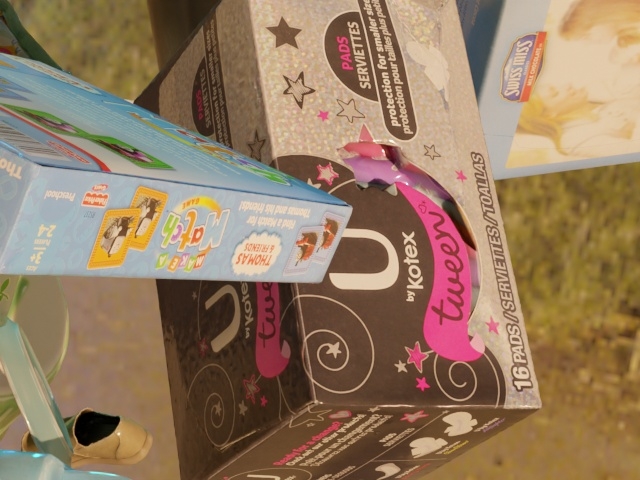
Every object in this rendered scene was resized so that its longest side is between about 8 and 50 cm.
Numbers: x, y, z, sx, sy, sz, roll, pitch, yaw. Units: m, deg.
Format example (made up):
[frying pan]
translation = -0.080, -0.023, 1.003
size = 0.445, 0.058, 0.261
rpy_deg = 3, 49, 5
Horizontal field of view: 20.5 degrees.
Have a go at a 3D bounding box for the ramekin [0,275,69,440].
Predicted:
[ramekin]
translation = -0.400, 0.076, 1.780
size = 0.303, 0.148, 0.303
rpy_deg = 30, 40, -29

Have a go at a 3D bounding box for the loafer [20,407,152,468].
[loafer]
translation = -0.235, 0.191, 1.742
size = 0.148, 0.050, 0.056
rpy_deg = -8, 42, 24

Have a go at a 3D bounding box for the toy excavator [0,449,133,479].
[toy excavator]
translation = -0.137, 0.254, 1.371
size = 0.445, 0.432, 0.222
rpy_deg = 5, -16, 6

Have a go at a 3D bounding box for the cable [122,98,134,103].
[cable]
translation = -0.143, -0.067, 1.493
size = 0.257, 0.089, 0.257
rpy_deg = 6, 9, -4

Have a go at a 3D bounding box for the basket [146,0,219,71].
[basket]
translation = -0.101, -0.273, 1.737
size = 0.204, 0.226, 0.154
rpy_deg = -10, 12, -43

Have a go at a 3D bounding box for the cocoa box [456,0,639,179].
[cocoa box]
translation = 0.197, -0.242, 1.284
size = 0.232, 0.347, 0.228
rpy_deg = -8, 52, -14

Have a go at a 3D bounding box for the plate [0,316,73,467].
[plate]
translation = -0.253, 0.136, 1.572
size = 0.024, 0.188, 0.188
rpy_deg = -24, 33, -6

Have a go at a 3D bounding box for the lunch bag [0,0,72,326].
[lunch bag]
translation = -0.323, -0.046, 1.181
size = 0.262, 0.223, 0.160
rpy_deg = -6, 38, -40

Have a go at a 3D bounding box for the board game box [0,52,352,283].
[board game box]
translation = -0.103, -0.033, 0.611
size = 0.160, 0.039, 0.211
rpy_deg = 25, 9, 24

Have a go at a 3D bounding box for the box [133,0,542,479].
[box]
translation = 0.000, 0.000, 0.968
size = 0.142, 0.163, 0.247
rpy_deg = 3, 65, -29
